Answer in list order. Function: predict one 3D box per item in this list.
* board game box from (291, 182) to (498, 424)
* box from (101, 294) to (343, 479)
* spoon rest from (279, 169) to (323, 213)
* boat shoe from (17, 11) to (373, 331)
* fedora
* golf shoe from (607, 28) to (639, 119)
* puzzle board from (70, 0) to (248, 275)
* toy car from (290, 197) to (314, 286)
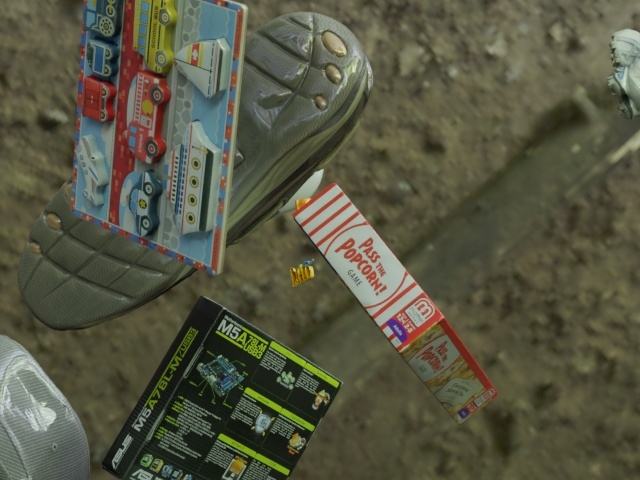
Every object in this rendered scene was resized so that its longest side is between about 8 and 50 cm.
[{"bbox_3d":[0.062,0.054,1.211,0.045,0.147,0.193,-38,152,1],"label":"board game box"},{"bbox_3d":[-0.089,0.172,1.457,0.190,0.045,0.184,35,80,-43],"label":"box"},{"bbox_3d":[-0.043,-0.159,2.296,0.084,0.137,0.276,58,45,-59],"label":"spoon rest"},{"bbox_3d":[-0.091,-0.038,1.286,0.355,0.132,0.130,-36,158,10],"label":"boat shoe"},{"bbox_3d":[-0.315,0.189,1.498,0.124,0.243,0.275,-35,119,-31],"label":"fedora"},{"bbox_3d":[0.364,-0.191,1.690,0.086,0.176,0.069,-21,115,20],"label":"golf shoe"},{"bbox_3d":[-0.078,-0.057,0.710,0.011,0.096,0.128,-20,124,-49],"label":"puzzle board"},{"bbox_3d":[0.000,0.000,1.791,0.040,0.122,0.060,-20,148,38],"label":"toy car"}]
